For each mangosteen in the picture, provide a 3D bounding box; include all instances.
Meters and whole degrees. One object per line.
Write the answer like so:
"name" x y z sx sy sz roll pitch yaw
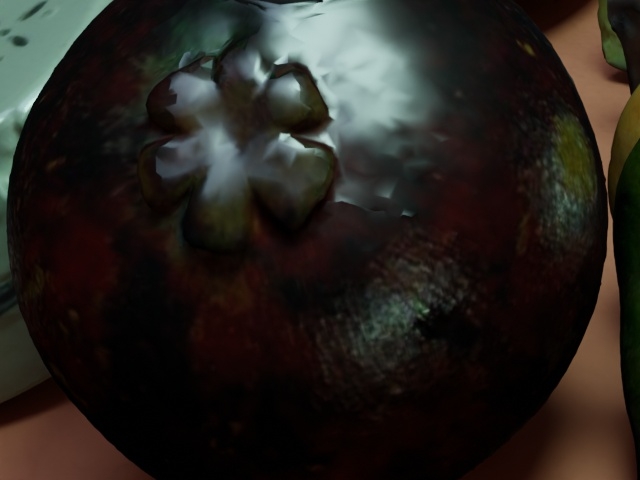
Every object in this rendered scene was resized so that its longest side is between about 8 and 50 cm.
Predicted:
"mangosteen" -0.005 -0.009 0.791 0.311 0.311 0.311 -10 32 6

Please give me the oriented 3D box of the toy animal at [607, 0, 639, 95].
"toy animal" 0.244 -0.159 0.890 0.090 0.195 0.324 -39 18 -30

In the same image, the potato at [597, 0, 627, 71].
"potato" 0.381 -0.214 1.010 0.280 0.213 0.330 -29 34 -28

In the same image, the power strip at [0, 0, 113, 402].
"power strip" -0.249 -0.055 1.008 0.357 0.161 0.357 -16 39 13

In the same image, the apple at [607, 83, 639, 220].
"apple" 0.241 -0.030 0.813 0.199 0.199 0.199 -10 32 6

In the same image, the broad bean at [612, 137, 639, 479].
"broad bean" 0.167 0.064 0.699 0.049 0.144 0.292 -4 74 -7
